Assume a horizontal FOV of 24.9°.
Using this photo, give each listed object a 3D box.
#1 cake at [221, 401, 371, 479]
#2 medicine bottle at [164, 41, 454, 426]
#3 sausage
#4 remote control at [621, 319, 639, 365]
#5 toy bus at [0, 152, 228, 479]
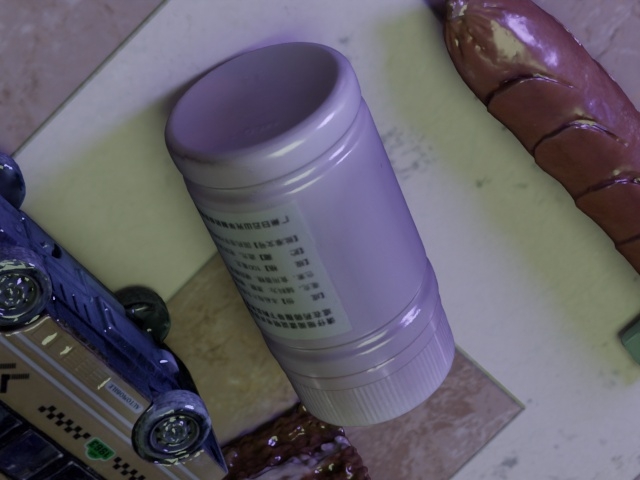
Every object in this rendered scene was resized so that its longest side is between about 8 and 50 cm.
[{"bbox_3d":[-0.011,0.227,1.107,0.135,0.147,0.134,-27,125,-5],"label":"cake"},{"bbox_3d":[0.000,0.000,0.988,0.133,0.133,0.250,-30,126,-5],"label":"medicine bottle"},{"bbox_3d":[0.223,-0.048,1.082,0.088,0.088,0.433,-44,123,5],"label":"sausage"},{"bbox_3d":[0.329,0.049,1.228,0.162,0.029,0.061,-39,121,7],"label":"remote control"},{"bbox_3d":[-0.197,0.077,0.945,0.157,0.139,0.289,-37,130,6],"label":"toy bus"}]
